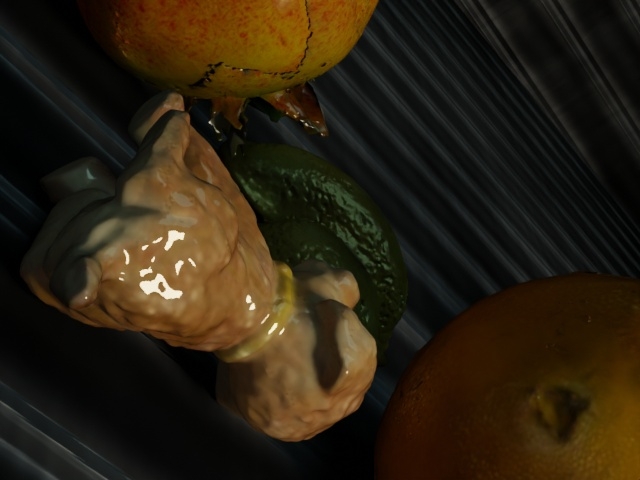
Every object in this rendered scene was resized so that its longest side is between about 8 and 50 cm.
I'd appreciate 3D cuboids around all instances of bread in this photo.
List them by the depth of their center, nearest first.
[{"bbox_3d":[0.000,0.000,0.854,0.188,0.065,0.149,57,22,0],"label":"bread"}]

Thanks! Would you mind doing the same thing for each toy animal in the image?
[{"bbox_3d":[-0.048,0.043,0.589,0.185,0.104,0.184,53,15,-22],"label":"toy animal"}]

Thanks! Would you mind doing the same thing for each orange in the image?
[{"bbox_3d":[0.147,0.135,0.701,0.240,0.240,0.240,48,19,-22],"label":"orange"}]

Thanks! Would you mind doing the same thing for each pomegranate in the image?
[{"bbox_3d":[-0.055,-0.176,0.801,0.210,0.210,0.235,-79,157,-67],"label":"pomegranate"}]
